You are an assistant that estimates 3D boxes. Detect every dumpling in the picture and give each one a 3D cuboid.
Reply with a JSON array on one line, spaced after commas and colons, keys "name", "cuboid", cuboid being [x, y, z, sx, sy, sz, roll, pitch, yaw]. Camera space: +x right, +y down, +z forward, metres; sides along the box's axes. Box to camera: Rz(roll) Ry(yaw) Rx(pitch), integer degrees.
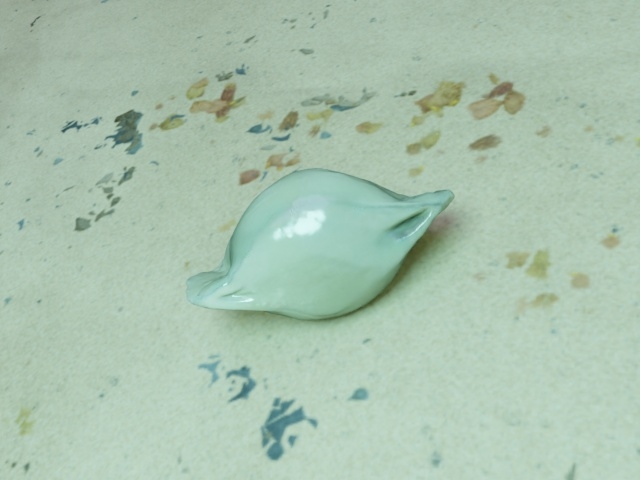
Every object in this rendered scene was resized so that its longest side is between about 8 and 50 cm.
[{"name": "dumpling", "cuboid": [0.000, 0.000, 0.633, 0.228, 0.124, 0.151, -14, 8, 6]}]
